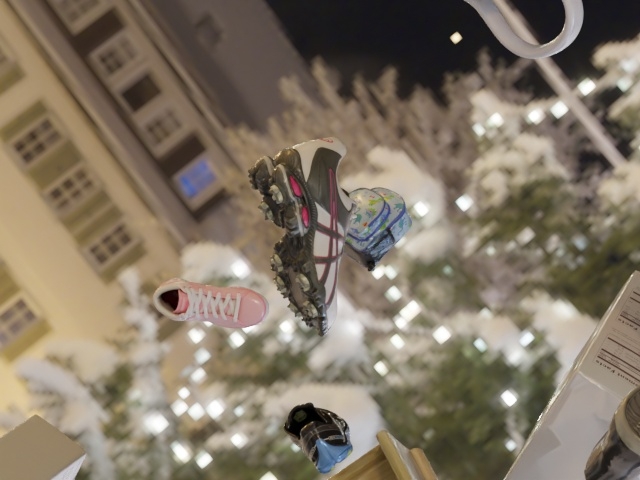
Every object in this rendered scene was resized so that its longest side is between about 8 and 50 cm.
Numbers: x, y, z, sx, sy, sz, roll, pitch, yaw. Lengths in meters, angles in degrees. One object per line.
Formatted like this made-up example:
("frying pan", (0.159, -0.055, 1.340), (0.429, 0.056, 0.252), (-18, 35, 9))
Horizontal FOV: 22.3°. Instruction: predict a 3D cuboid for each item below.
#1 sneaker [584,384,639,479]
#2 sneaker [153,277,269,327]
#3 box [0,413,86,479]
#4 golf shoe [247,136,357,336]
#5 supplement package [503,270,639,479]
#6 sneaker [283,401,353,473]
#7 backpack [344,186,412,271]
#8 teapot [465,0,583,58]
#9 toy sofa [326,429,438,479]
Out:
("sneaker", (0.328, 0.144, 1.414), (0.083, 0.222, 0.118), (63, -25, 21))
("sneaker", (-0.131, 0.076, 1.882), (0.134, 0.051, 0.070), (11, 8, 12))
("box", (-0.417, 0.331, 2.075), (0.094, 0.113, 0.275), (34, 24, 10))
("golf shoe", (0.000, 0.000, 2.012), (0.105, 0.120, 0.272), (36, -33, 43))
("supplement package", (0.371, 0.210, 1.891), (0.198, 0.262, 0.199), (32, -56, 8))
("sneaker", (-0.006, 0.227, 1.984), (0.078, 0.067, 0.188), (55, -2, -8))
("backpack", (0.076, -0.029, 2.459), (0.105, 0.114, 0.084), (33, -23, 43))
("teapot", (0.182, -0.345, 1.584), (0.187, 0.252, 0.256), (19, -10, 43))
("toy sofa", (0.005, 0.416, 2.072), (0.177, 0.362, 0.150), (43, 14, -53))
